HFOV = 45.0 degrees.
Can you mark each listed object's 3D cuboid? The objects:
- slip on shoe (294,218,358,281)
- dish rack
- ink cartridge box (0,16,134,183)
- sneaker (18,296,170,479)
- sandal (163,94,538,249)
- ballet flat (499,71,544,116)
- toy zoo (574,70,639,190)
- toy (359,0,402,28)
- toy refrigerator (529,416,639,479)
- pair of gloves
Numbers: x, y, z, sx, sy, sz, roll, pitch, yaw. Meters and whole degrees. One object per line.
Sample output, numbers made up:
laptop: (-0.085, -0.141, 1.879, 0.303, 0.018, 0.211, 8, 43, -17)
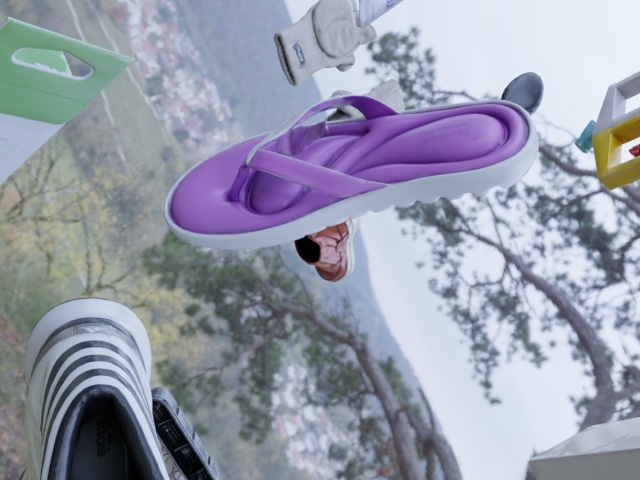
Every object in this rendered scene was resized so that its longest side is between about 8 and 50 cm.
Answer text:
slip on shoe: (0.000, 0.000, 1.395, 0.123, 0.101, 0.331, 60, -10, 16)
dish rack: (-0.314, 0.364, 1.241, 0.208, 0.272, 0.074, 62, 10, -14)
ink cartridge box: (-0.247, -0.100, 0.546, 0.109, 0.209, 0.062, 7, 54, -59)
sneaker: (-0.232, 0.306, 0.760, 0.257, 0.169, 0.447, -128, -141, -65)
sandal: (0.022, -0.103, 0.845, 0.102, 0.417, 0.169, 73, 6, -46)
ballet flat: (0.275, -0.181, 1.127, 0.057, 0.173, 0.049, 34, -22, 0)
toy zoo: (0.464, -0.176, 1.006, 0.030, 0.293, 0.192, 38, 51, -23)
toy: (0.137, -0.267, 0.633, 0.056, 0.237, 0.137, 48, -12, 23)
toy refrigerator: (0.334, 0.236, 0.780, 0.094, 0.102, 0.269, 65, -21, 12)
pair of gloves: (0.029, -0.221, 1.092, 0.204, 0.042, 0.240, -48, 126, -36)
